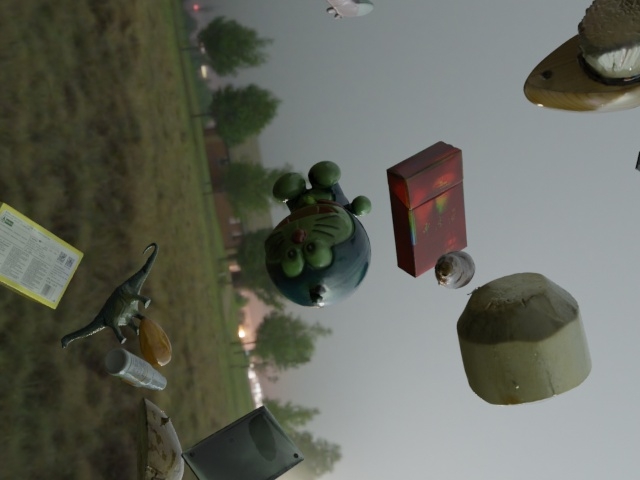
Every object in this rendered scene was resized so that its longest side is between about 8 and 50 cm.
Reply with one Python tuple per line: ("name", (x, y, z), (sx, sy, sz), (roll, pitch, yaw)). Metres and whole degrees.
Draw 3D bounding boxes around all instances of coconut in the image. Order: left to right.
("coconut", (0.473, 0.245, 1.861), (0.323, 0.322, 0.323), (171, -90, -85))

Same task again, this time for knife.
("knife", (0.024, -0.682, 2.139), (0.398, 0.132, 0.038), (16, 66, -64))

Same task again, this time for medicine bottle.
("medicine bottle", (-0.424, 0.293, 1.822), (0.092, 0.061, 0.221), (30, -12, 25))

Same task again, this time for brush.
("brush", (0.481, -0.322, 1.399), (0.166, 0.266, 0.174), (49, 27, -56))

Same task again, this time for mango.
("mango", (-0.290, 0.176, 1.396), (0.089, 0.046, 0.060), (68, 20, -2))

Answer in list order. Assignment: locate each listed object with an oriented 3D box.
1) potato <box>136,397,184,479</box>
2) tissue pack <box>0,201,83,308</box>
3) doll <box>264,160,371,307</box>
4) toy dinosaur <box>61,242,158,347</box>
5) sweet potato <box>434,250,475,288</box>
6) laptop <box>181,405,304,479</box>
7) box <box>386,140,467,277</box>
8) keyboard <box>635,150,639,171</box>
("potato", (-0.409, 0.544, 2.050), (0.239, 0.115, 0.299), (105, -23, -47))
("tissue pack", (-0.433, 0.019, 1.145), (0.176, 0.062, 0.095), (46, 64, -55))
("doll", (-0.001, 0.000, 1.521), (0.322, 0.198, 0.186), (-81, 149, -48))
("toy dinosaur", (-0.516, 0.171, 2.106), (0.147, 0.363, 0.076), (36, -11, 16))
("sweet potato", (0.197, 0.044, 1.174), (0.264, 0.057, 0.057), (-10, 90, -75))
("laptop", (-0.191, 0.544, 2.024), (0.188, 0.269, 0.015), (47, -40, 23))
("box", (0.288, -0.081, 2.133), (0.089, 0.197, 0.313), (34, -36, 47))
("keyboard", (0.859, -0.189, 2.098), (0.010, 0.155, 0.053), (12, -93, 43))
